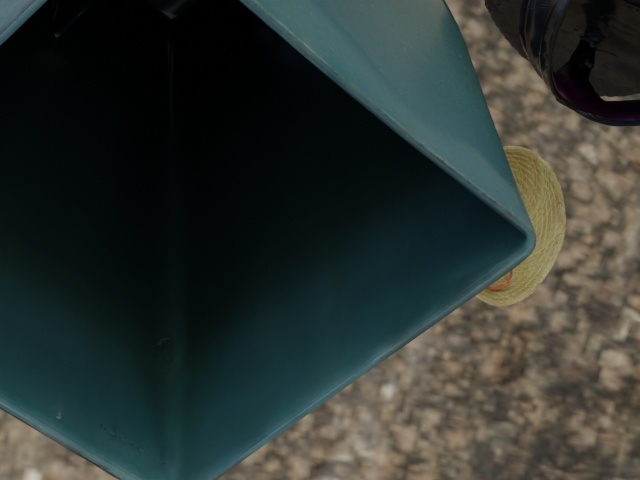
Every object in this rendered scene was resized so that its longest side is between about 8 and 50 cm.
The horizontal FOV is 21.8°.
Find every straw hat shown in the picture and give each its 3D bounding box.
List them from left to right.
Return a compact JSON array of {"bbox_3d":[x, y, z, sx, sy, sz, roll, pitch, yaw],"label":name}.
[{"bbox_3d":[0.150,-0.014,1.498,0.061,0.144,0.144,3,80,55],"label":"straw hat"}]

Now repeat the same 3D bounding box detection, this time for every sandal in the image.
[{"bbox_3d":[0.199,-0.148,1.027,0.167,0.446,0.107,26,78,-7],"label":"sandal"}]

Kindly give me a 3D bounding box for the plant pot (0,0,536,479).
[{"bbox_3d":[-0.056,-0.070,0.578,0.166,0.165,0.234,-38,33,24],"label":"plant pot"}]
